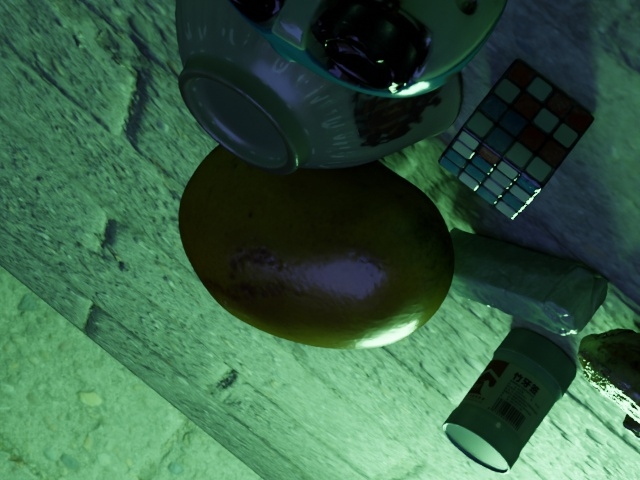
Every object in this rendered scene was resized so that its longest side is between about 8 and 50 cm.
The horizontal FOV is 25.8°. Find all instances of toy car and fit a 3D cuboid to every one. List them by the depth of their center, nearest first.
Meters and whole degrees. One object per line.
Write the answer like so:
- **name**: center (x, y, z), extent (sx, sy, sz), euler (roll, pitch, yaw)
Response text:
- **toy car**: center (0.029, -0.219, 1.145), extent (0.255, 0.188, 0.190), euler (31, 167, 13)

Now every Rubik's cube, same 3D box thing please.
- **Rubik's cube**: center (0.179, -0.092, 1.284), extent (0.092, 0.092, 0.092), euler (38, 160, 4)

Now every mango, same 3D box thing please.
- **mango**: center (0.000, 0.000, 1.595), extent (0.378, 0.221, 0.264), euler (12, 130, 46)

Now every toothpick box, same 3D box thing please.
- **toothpick box**: center (0.232, 0.196, 1.712), extent (0.101, 0.153, 0.101), euler (34, 158, 15)

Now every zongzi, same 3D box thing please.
- **zongzi**: center (0.403, 0.231, 1.669), extent (0.076, 0.040, 0.083), euler (23, 167, 22)

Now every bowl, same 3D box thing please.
- **bowl**: center (-0.038, -0.170, 1.402), extent (0.337, 0.157, 0.337), euler (33, 159, 14)

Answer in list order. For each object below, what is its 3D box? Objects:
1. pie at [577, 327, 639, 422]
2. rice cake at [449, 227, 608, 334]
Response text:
- **pie**: center (0.366, 0.169, 1.539), extent (0.193, 0.079, 0.163), euler (39, 168, 1)
- **rice cake**: center (0.219, 0.047, 1.544), extent (0.206, 0.069, 0.063), euler (16, 150, 43)
